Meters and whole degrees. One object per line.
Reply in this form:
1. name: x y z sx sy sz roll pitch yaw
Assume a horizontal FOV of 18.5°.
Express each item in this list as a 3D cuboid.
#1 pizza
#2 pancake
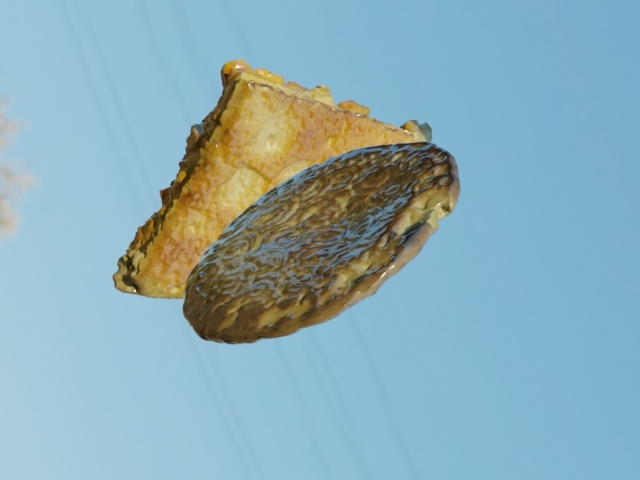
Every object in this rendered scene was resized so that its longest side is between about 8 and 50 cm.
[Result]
1. pizza: -0.044 -0.035 1.946 0.268 0.258 0.087 -59 -143 17
2. pancake: -0.001 -0.001 1.179 0.021 0.199 0.199 59 -17 -24
